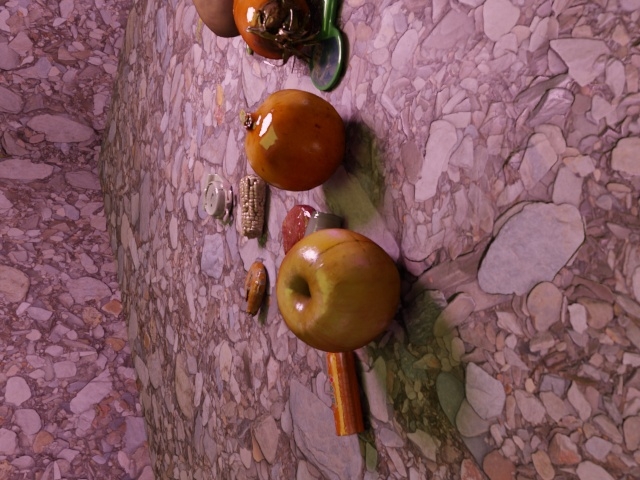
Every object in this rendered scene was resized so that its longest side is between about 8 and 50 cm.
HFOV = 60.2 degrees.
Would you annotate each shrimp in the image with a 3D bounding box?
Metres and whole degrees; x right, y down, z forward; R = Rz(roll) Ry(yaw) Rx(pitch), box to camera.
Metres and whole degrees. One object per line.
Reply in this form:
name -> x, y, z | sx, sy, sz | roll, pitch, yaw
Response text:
shrimp -> -0.213, 0.158, 1.793 | 0.132, 0.051, 0.188 | -155, 77, -68

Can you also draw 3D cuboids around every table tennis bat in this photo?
table tennis bat -> 0.017, -0.525, 1.450 | 0.160, 0.039, 0.257 | 22, 110, 56

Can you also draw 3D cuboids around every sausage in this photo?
sausage -> 0.056, 0.347, 1.337 | 0.071, 0.071, 0.235 | -29, 65, 54

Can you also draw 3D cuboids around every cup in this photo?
cup -> 0.000, 0.000, 1.398 | 0.120, 0.119, 0.142 | 13, 93, 57

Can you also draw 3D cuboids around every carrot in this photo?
carrot -> -0.129, -0.594, 1.506 | 0.214, 0.193, 0.331 | -58, 37, 17

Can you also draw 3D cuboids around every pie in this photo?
pie -> -0.054, -0.012, 1.538 | 0.182, 0.049, 0.183 | -1, 88, 55

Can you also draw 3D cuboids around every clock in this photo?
clock -> -0.376, -0.153, 2.031 | 0.191, 0.062, 0.152 | 38, 120, 51

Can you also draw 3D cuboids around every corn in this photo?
corn -> -0.217, -0.105, 1.762 | 0.087, 0.086, 0.211 | 7, 97, 57

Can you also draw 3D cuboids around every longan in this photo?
longan -> -0.284, -0.811, 1.716 | 0.288, 0.288, 0.351 | -12, 85, 57

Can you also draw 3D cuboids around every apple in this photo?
apple -> 0.041, 0.106, 1.218 | 0.285, 0.232, 0.287 | -2, 88, 52

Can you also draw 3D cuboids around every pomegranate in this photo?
pomegranate -> -0.070, -0.250, 1.379 | 0.264, 0.264, 0.265 | -2, 88, 57

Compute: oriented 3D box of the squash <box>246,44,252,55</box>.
squash -> -0.239, -0.670, 1.861 | 0.027, 0.027, 0.089 | 17, 105, 56
